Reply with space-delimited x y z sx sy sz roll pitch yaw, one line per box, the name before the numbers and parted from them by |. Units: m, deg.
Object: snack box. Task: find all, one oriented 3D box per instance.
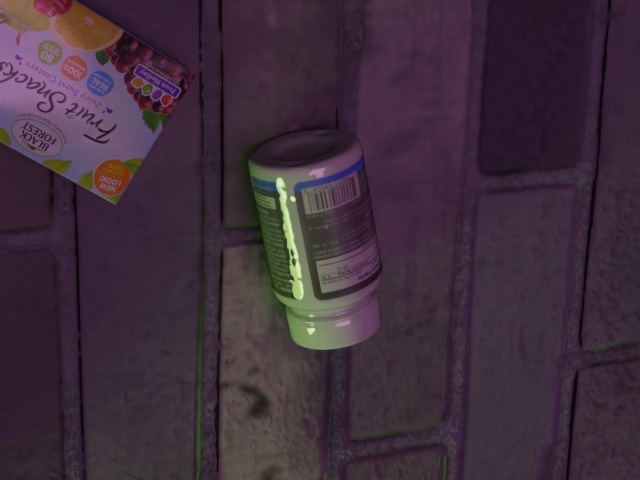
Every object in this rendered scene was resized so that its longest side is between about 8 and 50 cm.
snack box | -0.164 -0.099 0.940 0.141 0.037 0.100 30 96 -29

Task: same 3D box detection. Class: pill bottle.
pill bottle | 0.000 0.000 1.024 0.078 0.078 0.137 -18 114 -17
